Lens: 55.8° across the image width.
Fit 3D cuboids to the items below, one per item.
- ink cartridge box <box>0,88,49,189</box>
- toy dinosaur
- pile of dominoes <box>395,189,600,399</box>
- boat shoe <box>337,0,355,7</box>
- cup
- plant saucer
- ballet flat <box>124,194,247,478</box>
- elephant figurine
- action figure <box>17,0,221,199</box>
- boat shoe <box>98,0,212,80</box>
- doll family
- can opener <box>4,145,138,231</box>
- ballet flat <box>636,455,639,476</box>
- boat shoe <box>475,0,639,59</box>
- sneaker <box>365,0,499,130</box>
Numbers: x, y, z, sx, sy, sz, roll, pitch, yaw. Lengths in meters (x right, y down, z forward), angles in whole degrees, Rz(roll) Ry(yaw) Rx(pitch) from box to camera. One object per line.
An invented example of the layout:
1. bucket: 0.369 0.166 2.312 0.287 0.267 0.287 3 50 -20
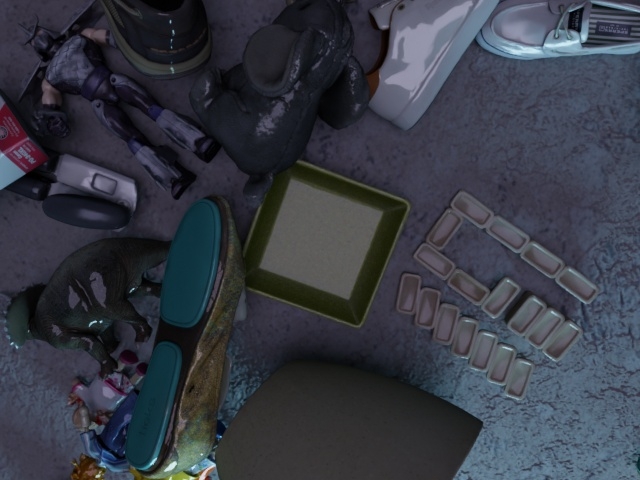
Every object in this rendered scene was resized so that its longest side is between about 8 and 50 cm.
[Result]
1. ink cartridge box: -0.422 -0.107 0.712 0.150 0.063 0.109 -36 78 -10
2. toy dinosaur: -0.292 0.074 0.790 0.314 0.121 0.160 -37 112 11
3. pile of dominoes: 0.237 0.077 0.845 0.251 0.040 0.196 36 99 2
4. boat shoe: 0.021 -0.307 0.752 0.049 0.056 0.152 16 110 -8
5. cup: 0.010 0.286 0.760 0.237 0.331 0.331 37 100 18
6. plant saucer: 0.000 0.000 0.813 0.189 0.045 0.188 20 100 -5
7. ballet flat: -0.150 0.120 0.763 0.123 0.123 0.348 13 85 -3
8. elephant figurine: -0.026 -0.194 0.678 0.239 0.169 0.186 -35 99 34
9. action figure: -0.259 -0.181 0.752 0.285 0.099 0.185 39 105 -4
10. boat shoe: -0.227 -0.351 0.665 0.132 0.130 0.355 -34 85 -21
11. doll family: -0.250 0.288 0.830 0.263 0.118 0.163 41 97 -7
12. can opener: -0.372 -0.086 0.768 0.284 0.095 0.075 21 100 -4
13. ballet flat: 0.550 0.285 0.862 0.206 0.073 0.067 -44 112 11
14. boat shoe: 0.310 -0.270 0.745 0.226 0.076 0.083 -2 101 0
15. sneaker: 0.135 -0.285 0.726 0.123 0.106 0.290 31 101 -8
